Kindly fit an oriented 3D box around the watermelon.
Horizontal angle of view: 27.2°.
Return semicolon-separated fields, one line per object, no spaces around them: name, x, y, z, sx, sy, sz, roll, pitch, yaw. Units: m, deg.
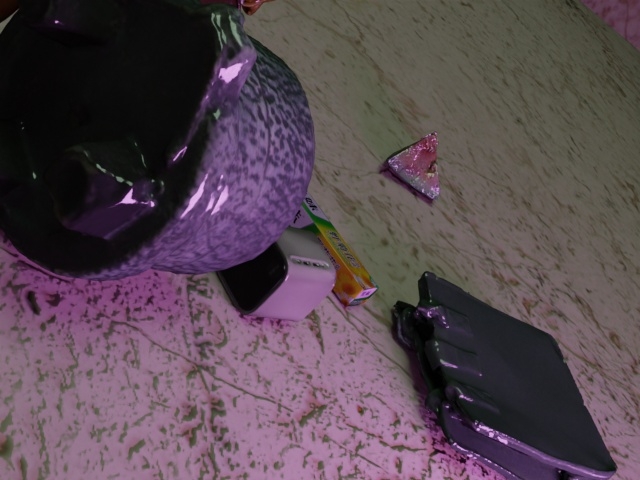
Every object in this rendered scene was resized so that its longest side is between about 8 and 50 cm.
watermelon;0.155;-0.116;1.955;0.101;0.080;0.155;50;8;-10

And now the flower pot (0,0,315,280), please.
flower pot;-0.161;-0.112;1.188;0.283;0.299;0.299;10;41;-57

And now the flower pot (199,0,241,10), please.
flower pot;-0.171;-0.307;1.719;0.089;0.111;0.111;-21;67;-47

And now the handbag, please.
handbag;0.214;0.180;1.573;0.260;0.079;0.247;27;30;-32

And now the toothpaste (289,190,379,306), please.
toothpaste;0.000;0.000;1.569;0.178;0.037;0.043;54;28;19

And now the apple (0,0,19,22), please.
apple;-0.390;-0.346;1.194;0.305;0.338;0.338;9;38;-20

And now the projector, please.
projector;-0.046;0.032;1.393;0.082;0.083;0.083;12;41;-50

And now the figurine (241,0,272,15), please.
figurine;-0.143;-0.428;1.832;0.133;0.194;0.274;-3;53;-44
